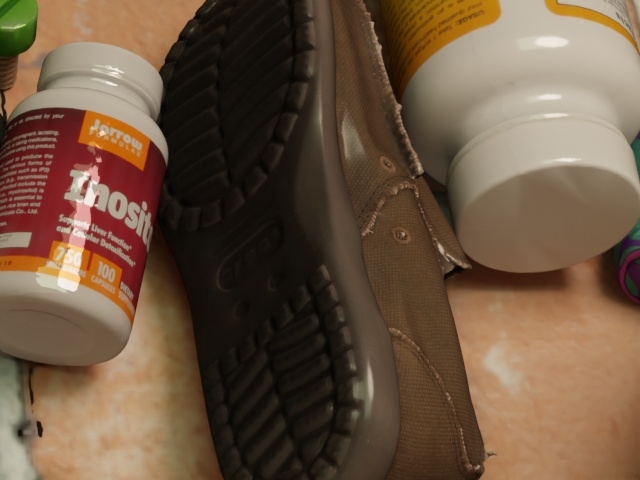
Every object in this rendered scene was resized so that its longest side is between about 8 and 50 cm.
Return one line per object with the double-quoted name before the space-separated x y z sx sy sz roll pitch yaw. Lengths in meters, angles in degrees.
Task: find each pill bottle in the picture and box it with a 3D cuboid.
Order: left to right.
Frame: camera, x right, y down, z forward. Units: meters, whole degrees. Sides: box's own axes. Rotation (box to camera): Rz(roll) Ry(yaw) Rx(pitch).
"pill bottle" -0.124 -0.021 0.962 0.086 0.086 0.152 12 62 -6
"pill bottle" 0.106 -0.109 1.072 0.136 0.136 0.245 2 54 -14

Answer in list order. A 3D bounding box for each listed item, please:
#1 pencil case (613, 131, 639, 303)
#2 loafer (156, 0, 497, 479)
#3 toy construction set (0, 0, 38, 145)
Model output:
"pencil case" 0.199 -0.035 1.087 0.070 0.064 0.151 31 47 -29
"loafer" 0.000 0.000 0.990 0.130 0.134 0.366 28 41 -39
"toy construction set" -0.295 -0.093 0.887 0.309 0.237 0.257 9 53 -8
